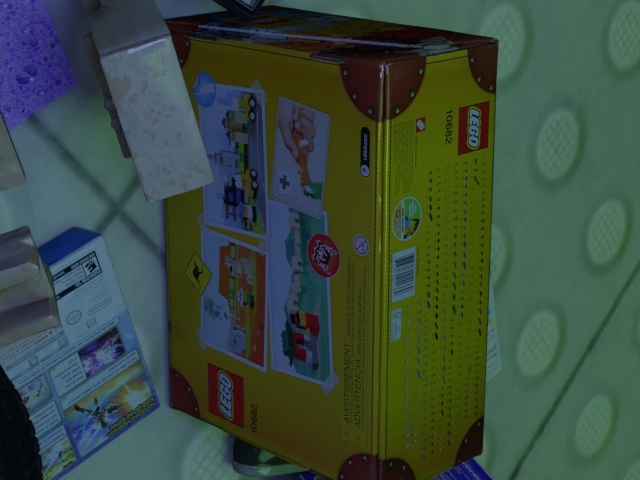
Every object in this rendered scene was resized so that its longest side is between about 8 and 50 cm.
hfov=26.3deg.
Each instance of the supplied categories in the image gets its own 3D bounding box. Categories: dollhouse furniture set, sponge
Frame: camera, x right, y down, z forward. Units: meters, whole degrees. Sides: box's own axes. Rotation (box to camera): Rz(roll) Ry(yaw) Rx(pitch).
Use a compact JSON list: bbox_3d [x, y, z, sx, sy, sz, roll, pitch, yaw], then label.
[{"bbox_3d":[-0.333,-0.116,1.356,0.394,0.256,0.362,-18,119,-6],"label":"dollhouse furniture set"},{"bbox_3d":[-0.341,-0.227,1.433,0.117,0.031,0.210,-40,128,-30],"label":"sponge"}]

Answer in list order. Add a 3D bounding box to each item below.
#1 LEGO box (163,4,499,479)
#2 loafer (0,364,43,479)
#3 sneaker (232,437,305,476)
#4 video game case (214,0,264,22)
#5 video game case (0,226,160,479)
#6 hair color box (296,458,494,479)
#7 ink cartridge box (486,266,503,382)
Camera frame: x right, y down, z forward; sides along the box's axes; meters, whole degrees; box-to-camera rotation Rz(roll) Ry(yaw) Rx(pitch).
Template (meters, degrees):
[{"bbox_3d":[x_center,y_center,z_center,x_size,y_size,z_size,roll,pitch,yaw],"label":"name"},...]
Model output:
[{"bbox_3d":[0.000,0.000,1.604,0.193,0.372,0.500,-16,114,-42],"label":"LEGO box"},{"bbox_3d":[-0.360,0.154,1.267,0.130,0.134,0.366,-14,105,6],"label":"loafer"},{"bbox_3d":[-0.020,0.247,1.870,0.222,0.083,0.118,-5,105,-44],"label":"sneaker"},{"bbox_3d":[-0.089,-0.402,1.456,0.248,0.035,0.275,26,100,-47],"label":"video game case"},{"bbox_3d":[-0.329,0.154,1.542,0.269,0.061,0.244,-34,123,-33],"label":"video game case"},{"bbox_3d":[0.081,0.408,1.965,0.339,0.110,0.185,-3,129,-47],"label":"hair color box"},{"bbox_3d":[0.133,0.094,1.945,0.226,0.131,0.306,-31,124,-35],"label":"ink cartridge box"}]
